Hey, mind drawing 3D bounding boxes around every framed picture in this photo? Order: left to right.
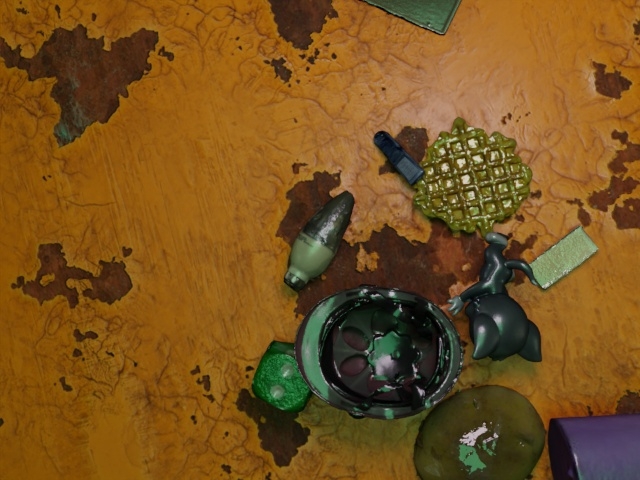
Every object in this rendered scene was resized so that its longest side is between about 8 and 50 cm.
[{"bbox_3d":[0.199,-0.596,1.507,0.265,0.018,0.192,27,93,7],"label":"framed picture"}]

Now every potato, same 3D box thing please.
[{"bbox_3d":[0.334,0.441,1.426,0.299,0.116,0.239,-32,80,5],"label":"potato"}]

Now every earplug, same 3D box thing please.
[{"bbox_3d":[0.703,0.435,1.334,0.456,0.215,0.215,-8,88,4],"label":"earplug"}]

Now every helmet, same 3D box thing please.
[{"bbox_3d":[0.134,0.233,1.411,0.338,0.197,0.270,-1,79,17],"label":"helmet"}]

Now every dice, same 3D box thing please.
[{"bbox_3d":[-0.071,0.297,1.471,0.131,0.128,0.120,22,94,6],"label":"dice"}]

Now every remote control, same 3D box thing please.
[{"bbox_3d":[0.167,-0.185,1.473,0.043,0.027,0.152,-46,63,15],"label":"remote control"}]

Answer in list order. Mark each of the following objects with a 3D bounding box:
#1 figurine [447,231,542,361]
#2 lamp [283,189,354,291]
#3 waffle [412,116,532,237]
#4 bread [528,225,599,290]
[{"bbox_3d":[0.381,0.124,1.392,0.193,0.140,0.265,20,85,-31],"label":"figurine"},{"bbox_3d":[0.000,0.000,1.482,0.101,0.101,0.250,33,87,7],"label":"lamp"},{"bbox_3d":[0.330,-0.133,1.460,0.238,0.059,0.243,34,92,6],"label":"waffle"},{"bbox_3d":[0.517,0.038,1.446,0.154,0.028,0.068,-39,84,5],"label":"bread"}]
